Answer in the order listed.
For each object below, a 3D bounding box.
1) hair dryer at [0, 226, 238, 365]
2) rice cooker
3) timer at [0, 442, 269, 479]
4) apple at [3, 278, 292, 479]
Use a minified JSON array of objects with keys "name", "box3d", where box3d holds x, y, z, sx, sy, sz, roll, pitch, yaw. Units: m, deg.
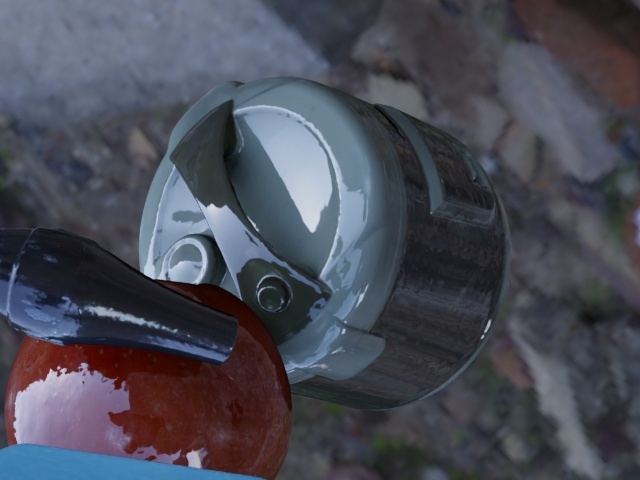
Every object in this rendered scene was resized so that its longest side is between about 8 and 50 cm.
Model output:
[{"name":"hair dryer","box3d":[-0.211,0.054,1.671,0.235,0.091,0.272,19,170,-21]},{"name":"rice cooker","box3d":[0.000,0.000,1.988,0.335,0.335,0.325,21,-179,40]},{"name":"timer","box3d":[-0.138,0.248,1.226,0.250,0.232,0.091,-3,147,38]},{"name":"apple","box3d":[-0.159,0.147,1.755,0.260,0.260,0.216,-11,81,56]}]
